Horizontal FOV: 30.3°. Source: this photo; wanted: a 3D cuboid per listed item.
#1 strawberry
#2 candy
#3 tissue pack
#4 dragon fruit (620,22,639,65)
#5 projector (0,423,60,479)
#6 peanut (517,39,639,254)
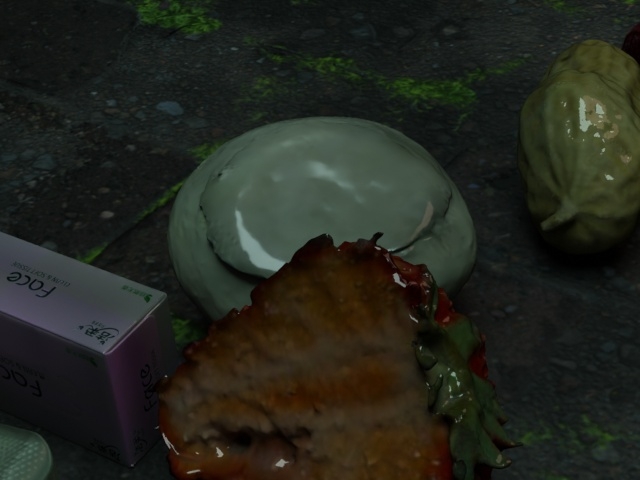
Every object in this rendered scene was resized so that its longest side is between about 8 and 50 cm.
[{"bbox_3d":[0.027,0.149,0.966,0.150,0.280,0.253,-4,60,-58],"label":"strawberry"},{"bbox_3d":[0.000,0.000,1.129,0.295,0.185,0.296,2,48,-2],"label":"candy"},{"bbox_3d":[-0.254,0.089,1.083,0.246,0.149,0.092,18,43,27],"label":"tissue pack"},{"bbox_3d":[0.429,-0.166,1.326,0.163,0.189,0.262,-30,38,19],"label":"dragon fruit"},{"bbox_3d":[-0.290,0.264,0.847,0.163,0.177,0.242,11,43,21],"label":"projector"},{"bbox_3d":[0.283,-0.118,1.257,0.143,0.159,0.291,-1,39,18],"label":"peanut"}]
